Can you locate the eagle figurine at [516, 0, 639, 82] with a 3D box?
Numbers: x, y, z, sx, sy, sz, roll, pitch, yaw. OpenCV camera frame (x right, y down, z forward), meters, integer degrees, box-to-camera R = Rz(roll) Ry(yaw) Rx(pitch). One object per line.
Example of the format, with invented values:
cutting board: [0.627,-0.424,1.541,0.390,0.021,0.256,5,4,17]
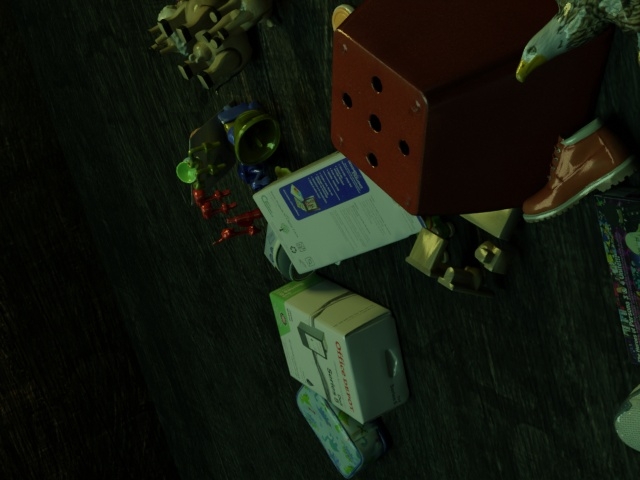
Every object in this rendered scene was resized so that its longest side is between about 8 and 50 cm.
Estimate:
eagle figurine: [0.251,-0.262,1.047,0.298,0.225,0.226,47,161,19]

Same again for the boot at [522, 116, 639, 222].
boot: [0.295,-0.083,1.258,0.158,0.059,0.085,-35,94,33]

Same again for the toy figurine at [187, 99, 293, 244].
toy figurine: [-0.170,-0.180,1.979,0.363,0.191,0.217,78,172,-61]

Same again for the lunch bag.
lunch bag: [0.041,0.376,2.186,0.219,0.090,0.176,56,152,18]

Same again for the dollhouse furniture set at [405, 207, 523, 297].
dollhouse furniture set: [0.240,0.001,1.539,0.144,0.123,0.151,36,107,46]

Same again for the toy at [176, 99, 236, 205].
toy: [-0.227,-0.176,2.051,0.056,0.237,0.137,6,116,11]

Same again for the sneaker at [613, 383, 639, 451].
sneaker: [0.434,0.228,1.252,0.283,0.122,0.110,-19,95,65]

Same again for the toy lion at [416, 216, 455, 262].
toy lion: [0.171,-0.022,1.653,0.096,0.034,0.100,56,154,35]

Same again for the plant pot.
plant pot: [0.158,-0.183,1.288,0.267,0.235,0.267,45,148,36]

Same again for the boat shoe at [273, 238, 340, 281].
boat shoe: [0.000,0.000,1.903,0.099,0.116,0.319,56,147,20]

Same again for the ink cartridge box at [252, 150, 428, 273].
ink cartridge box: [0.039,-0.058,1.696,0.332,0.065,0.165,-19,104,50]

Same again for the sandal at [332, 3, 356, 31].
sandal: [0.066,-0.233,1.608,0.265,0.076,0.102,61,155,8]

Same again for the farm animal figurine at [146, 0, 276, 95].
farm animal figurine: [-0.187,-0.413,1.856,0.330,0.172,0.327,39,157,30]

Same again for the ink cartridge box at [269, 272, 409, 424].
ink cartridge box: [0.034,0.201,2.013,0.273,0.114,0.198,24,133,55]

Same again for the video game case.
video game case: [0.424,0.055,1.212,0.210,0.041,0.232,11,122,60]

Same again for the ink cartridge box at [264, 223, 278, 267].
ink cartridge box: [-0.048,-0.043,1.975,0.046,0.097,0.207,51,152,28]
